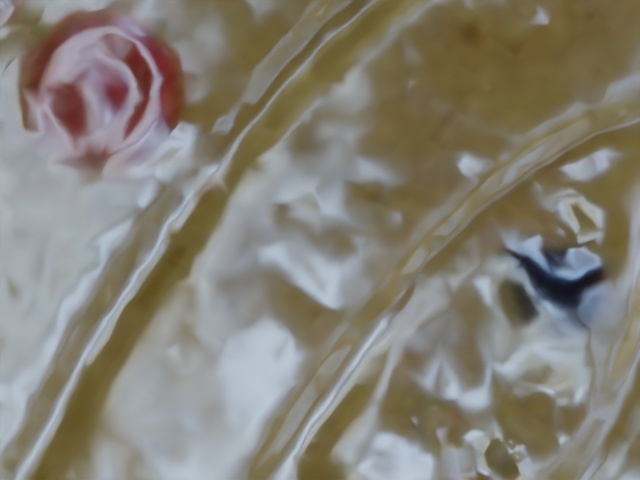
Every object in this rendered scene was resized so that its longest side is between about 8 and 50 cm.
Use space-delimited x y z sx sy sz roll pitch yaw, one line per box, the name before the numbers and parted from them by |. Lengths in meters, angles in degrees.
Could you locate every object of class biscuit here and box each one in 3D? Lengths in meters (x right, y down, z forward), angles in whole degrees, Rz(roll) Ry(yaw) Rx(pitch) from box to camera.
biscuit | 0.000 0.000 0.453 0.381 0.359 0.074 39 -2 9
